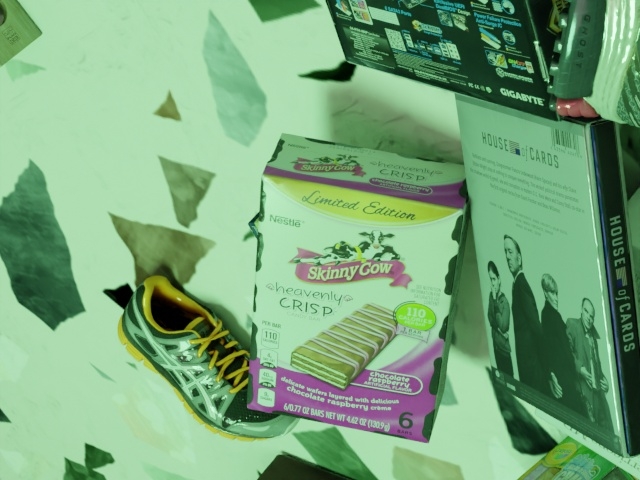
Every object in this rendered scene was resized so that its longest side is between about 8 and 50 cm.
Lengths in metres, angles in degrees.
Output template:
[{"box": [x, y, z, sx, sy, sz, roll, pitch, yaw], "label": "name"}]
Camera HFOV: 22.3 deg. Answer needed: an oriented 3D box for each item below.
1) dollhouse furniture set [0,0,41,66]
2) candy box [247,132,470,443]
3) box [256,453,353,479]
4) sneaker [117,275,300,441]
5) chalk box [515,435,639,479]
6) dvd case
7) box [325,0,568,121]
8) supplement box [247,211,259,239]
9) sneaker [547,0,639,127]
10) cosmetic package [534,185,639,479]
[{"box": [-0.378, -0.160, 1.486, 0.182, 0.161, 0.101, -21, 111, 50], "label": "dollhouse furniture set"}, {"box": [0.029, 0.041, 1.298, 0.159, 0.071, 0.233, 10, 124, 8], "label": "candy box"}, {"box": [-0.078, 0.416, 1.593, 0.143, 0.381, 0.191, 14, 136, 31], "label": "box"}, {"box": [-0.109, 0.116, 1.579, 0.215, 0.084, 0.083, 34, 138, 15], "label": "sneaker"}, {"box": [0.221, 0.248, 1.322, 0.132, 0.213, 0.132, 52, 177, -8], "label": "chalk box"}, {"box": [0.161, 0.015, 1.146, 0.179, 0.029, 0.239, -152, 49, -62], "label": "dvd case"}, {"box": [0.076, -0.183, 1.080, 0.220, 0.051, 0.175, 23, 143, 47], "label": "box"}, {"box": [0.000, 0.000, 1.375, 0.083, 0.056, 0.083, -4, 124, 45], "label": "supplement box"}, {"box": [0.204, -0.188, 0.898, 0.112, 0.121, 0.299, 14, 139, 12], "label": "sneaker"}, {"box": [0.245, 0.070, 1.188, 0.117, 0.085, 0.231, 31, 141, 18], "label": "cosmetic package"}]
